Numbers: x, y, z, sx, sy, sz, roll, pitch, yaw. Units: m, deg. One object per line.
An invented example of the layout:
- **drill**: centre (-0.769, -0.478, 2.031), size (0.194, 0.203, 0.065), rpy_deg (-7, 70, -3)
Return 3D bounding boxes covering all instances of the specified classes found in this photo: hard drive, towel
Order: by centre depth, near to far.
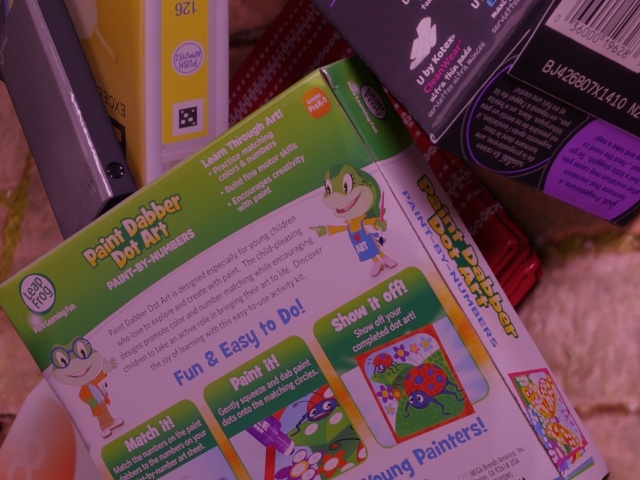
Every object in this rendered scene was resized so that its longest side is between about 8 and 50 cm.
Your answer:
- **hard drive**: centre (-0.145, -0.069, 1.088), size (0.135, 0.022, 0.094), rpy_deg (68, 154, 13)
- **towel**: centre (0.000, 0.000, 1.116), size (0.199, 0.031, 0.275), rpy_deg (-53, 45, 18)

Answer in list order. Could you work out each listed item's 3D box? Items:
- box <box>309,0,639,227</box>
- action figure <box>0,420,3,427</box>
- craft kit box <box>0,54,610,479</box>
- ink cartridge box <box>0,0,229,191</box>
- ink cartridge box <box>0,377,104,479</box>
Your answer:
- **box**: centre (0.082, -0.156, 0.999), size (0.143, 0.165, 0.270), rpy_deg (-53, 46, 16)
- **action figure**: centre (-0.248, 0.251, 1.214), size (0.185, 0.099, 0.285), rpy_deg (-24, 63, 27)
- **craft kit box**: centre (-0.018, 0.071, 1.004), size (0.250, 0.061, 0.246), rpy_deg (-31, 91, 31)
- **ink cartridge box**: centre (-0.144, -0.140, 1.151), size (0.303, 0.072, 0.307), rpy_deg (37, 130, 51)
- **ink cartridge box**: centre (-0.123, 0.117, 1.161), size (0.145, 0.045, 0.179), rpy_deg (46, 118, 42)
